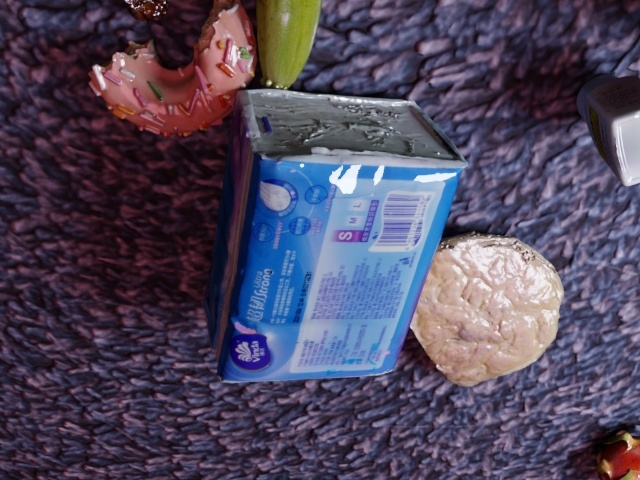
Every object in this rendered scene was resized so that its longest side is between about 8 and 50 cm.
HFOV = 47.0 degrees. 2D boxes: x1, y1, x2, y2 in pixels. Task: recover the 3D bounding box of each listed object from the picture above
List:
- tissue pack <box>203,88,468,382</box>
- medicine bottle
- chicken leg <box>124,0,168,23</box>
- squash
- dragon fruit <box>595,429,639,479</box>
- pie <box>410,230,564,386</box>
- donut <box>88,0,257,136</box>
[{"bbox_3d":[0.000,0.000,0.732,0.198,0.146,0.263,0,127,-19],"label":"tissue pack"},{"bbox_3d":[0.283,-0.112,0.692,0.055,0.118,0.074,-20,121,12],"label":"medicine bottle"},{"bbox_3d":[-0.172,-0.262,0.646,0.062,0.037,0.145,-29,121,-9],"label":"chicken leg"},{"bbox_3d":[-0.029,-0.227,0.653,0.066,0.066,0.201,7,124,-5],"label":"squash"},{"bbox_3d":[0.415,0.290,0.968,0.086,0.081,0.116,34,117,-8],"label":"dragon fruit"},{"bbox_3d":[0.186,0.078,0.849,0.185,0.052,0.218,-26,116,18],"label":"pie"},{"bbox_3d":[-0.128,-0.150,0.698,0.166,0.065,0.117,-24,118,16],"label":"donut"}]
